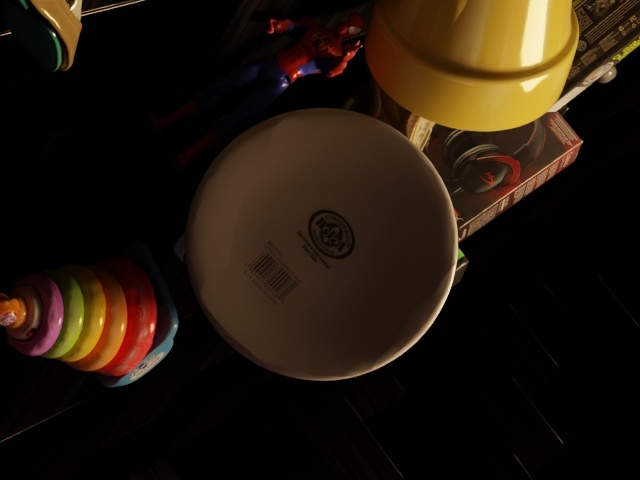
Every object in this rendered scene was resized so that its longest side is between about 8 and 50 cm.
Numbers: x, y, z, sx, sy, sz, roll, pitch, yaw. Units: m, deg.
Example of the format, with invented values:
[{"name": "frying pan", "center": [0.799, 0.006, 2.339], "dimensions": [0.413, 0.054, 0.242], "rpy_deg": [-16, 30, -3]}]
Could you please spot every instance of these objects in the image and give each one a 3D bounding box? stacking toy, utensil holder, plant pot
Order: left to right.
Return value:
[{"name": "stacking toy", "center": [-0.347, 0.093, 1.663], "dimensions": [0.175, 0.166, 0.301], "rpy_deg": [-40, 152, 28]}, {"name": "utensil holder", "center": [0.000, 0.000, 1.584], "dimensions": [0.327, 0.328, 0.385], "rpy_deg": [-37, -179, -1]}, {"name": "plant pot", "center": [0.192, -0.297, 1.489], "dimensions": [0.254, 0.254, 0.239], "rpy_deg": [-29, 150, -30]}]

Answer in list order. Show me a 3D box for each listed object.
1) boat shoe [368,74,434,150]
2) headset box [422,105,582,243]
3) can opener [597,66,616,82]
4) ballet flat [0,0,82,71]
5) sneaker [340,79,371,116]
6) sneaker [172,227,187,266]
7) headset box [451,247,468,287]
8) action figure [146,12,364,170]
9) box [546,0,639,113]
[{"name": "boat shoe", "center": [0.123, -0.205, 1.787], "dimensions": [0.089, 0.104, 0.285], "rpy_deg": [-36, 151, -59]}, {"name": "headset box", "center": [0.276, -0.165, 2.144], "dimensions": [0.293, 0.218, 0.110], "rpy_deg": [-34, 166, -7]}, {"name": "can opener", "center": [0.440, -0.318, 2.167], "dimensions": [0.074, 0.093, 0.280], "rpy_deg": [-32, -168, 16]}, {"name": "ballet flat", "center": [-0.227, -0.210, 1.047], "dimensions": [0.073, 0.080, 0.232], "rpy_deg": [-50, 170, -12]}, {"name": "sneaker", "center": [0.105, -0.133, 1.937], "dimensions": [0.106, 0.162, 0.281], "rpy_deg": [-33, 166, -16]}, {"name": "sneaker", "center": [-0.067, -0.011, 1.880], "dimensions": [0.295, 0.178, 0.124], "rpy_deg": [-42, 165, 21]}, {"name": "headset box", "center": [0.074, 0.027, 2.141], "dimensions": [0.246, 0.283, 0.131], "rpy_deg": [-33, 167, -11]}, {"name": "action figure", "center": [-0.060, -0.193, 1.468], "dimensions": [0.280, 0.091, 0.139], "rpy_deg": [-34, 177, -12]}, {"name": "box", "center": [0.344, -0.335, 1.721], "dimensions": [0.270, 0.216, 0.060], "rpy_deg": [-40, 165, 27]}]
